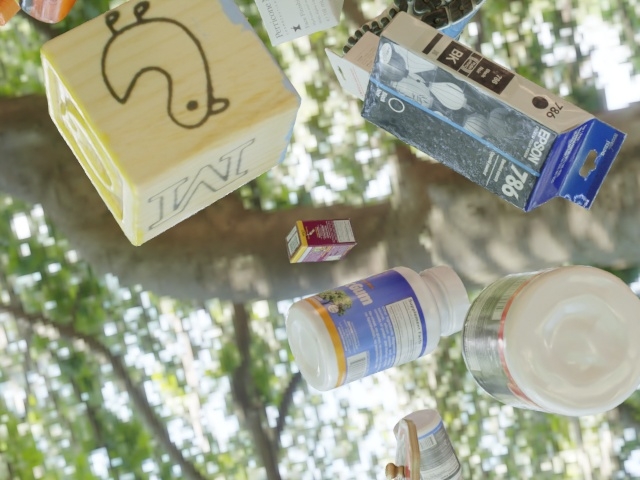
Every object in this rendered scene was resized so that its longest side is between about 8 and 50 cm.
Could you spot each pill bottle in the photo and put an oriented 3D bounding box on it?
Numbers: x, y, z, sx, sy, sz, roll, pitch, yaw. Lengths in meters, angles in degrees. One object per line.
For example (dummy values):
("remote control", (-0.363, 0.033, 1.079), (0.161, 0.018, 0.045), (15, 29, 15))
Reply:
("pill bottle", (0.096, 0.130, 2.254), (0.272, 0.152, 0.152), (-19, -166, -23))
("pill bottle", (0.276, 0.125, 1.763), (0.176, 0.176, 0.318), (-14, 178, -9))
("pill bottle", (0.170, 0.335, 2.174), (0.078, 0.137, 0.078), (-21, -164, 7))

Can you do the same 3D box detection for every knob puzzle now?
("knob puzzle", (0.084, 0.283, 1.558), (0.030, 0.213, 0.213), (3, -167, -2))

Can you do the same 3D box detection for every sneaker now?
("sneaker", (0.180, -0.370, 2.276), (0.330, 0.130, 0.147), (-39, 170, 31))

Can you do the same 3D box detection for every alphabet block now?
("alphabet block", (-0.159, -0.139, 1.485), (0.197, 0.192, 0.193), (-32, 168, -16))

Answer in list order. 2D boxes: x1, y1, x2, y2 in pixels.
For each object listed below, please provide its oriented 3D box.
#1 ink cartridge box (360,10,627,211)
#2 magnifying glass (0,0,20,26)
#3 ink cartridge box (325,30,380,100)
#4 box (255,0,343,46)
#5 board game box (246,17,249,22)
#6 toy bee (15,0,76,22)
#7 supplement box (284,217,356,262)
("ink cartridge box", (0.215, -0.150, 1.828), (0.333, 0.165, 0.065), (29, -126, 12))
("magnifying glass", (-0.342, -0.354, 1.790), (0.026, 0.092, 0.231), (17, -126, 26))
("ink cartridge box", (0.099, -0.230, 2.030), (0.180, 0.104, 0.060), (35, -105, 32))
("box", (-0.049, -0.439, 2.327), (0.119, 0.181, 0.182), (-18, -159, 11))
("board game box", (-0.193, -0.253, 2.003), (0.170, 0.141, 0.048), (5, 160, 0))
("toy bee", (-0.206, -0.333, 1.262), (0.298, 0.162, 0.195), (-50, 176, -47))
("supplement box", (0.000, 0.000, 1.985), (0.083, 0.043, 0.055), (-3, 154, -24))
